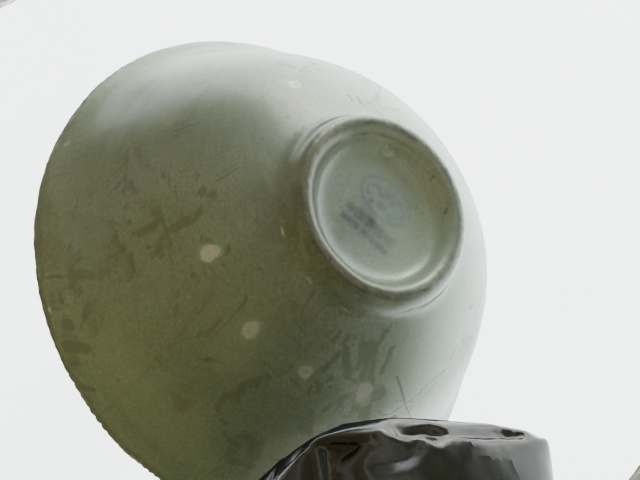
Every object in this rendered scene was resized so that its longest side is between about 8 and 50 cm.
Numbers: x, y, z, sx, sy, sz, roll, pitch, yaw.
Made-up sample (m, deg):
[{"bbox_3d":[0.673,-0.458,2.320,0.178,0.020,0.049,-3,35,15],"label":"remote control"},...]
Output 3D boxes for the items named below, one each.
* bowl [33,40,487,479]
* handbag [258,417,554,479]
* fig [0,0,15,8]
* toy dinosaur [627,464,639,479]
[{"bbox_3d":[0.000,0.000,1.133,0.313,0.313,0.146,55,-37,-4],"label":"bowl"},{"bbox_3d":[0.039,0.268,0.966,0.275,0.178,0.301,131,-46,-57],"label":"handbag"},{"bbox_3d":[-0.320,-0.273,1.480,0.224,0.263,0.224,3,-69,8],"label":"fig"},{"bbox_3d":[0.075,0.066,0.345,0.072,0.251,0.199,51,-45,19],"label":"toy dinosaur"}]
